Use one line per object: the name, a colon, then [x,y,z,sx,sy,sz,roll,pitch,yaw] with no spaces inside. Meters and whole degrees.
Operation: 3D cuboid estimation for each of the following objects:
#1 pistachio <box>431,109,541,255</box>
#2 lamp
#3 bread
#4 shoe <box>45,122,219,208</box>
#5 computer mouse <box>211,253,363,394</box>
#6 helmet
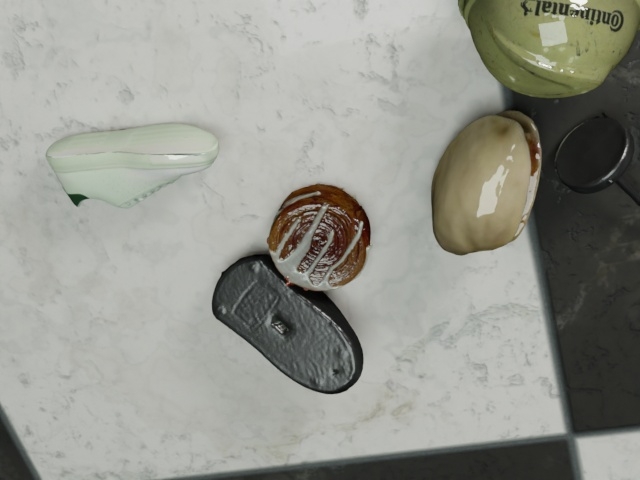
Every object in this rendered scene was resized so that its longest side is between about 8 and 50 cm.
pistachio: [0.227,-0.072,1.252,0.152,0.126,0.223,41,124,26]
lamp: [0.481,-0.015,1.251,0.371,0.108,0.130,43,120,-16]
bread: [0.000,0.000,1.349,0.160,0.073,0.160,1,118,1]
shoe: [-0.268,-0.103,1.335,0.265,0.095,0.110,1,125,14]
computer mouse: [-0.044,0.129,1.427,0.270,0.086,0.137,39,107,4]
helmet: [0.295,-0.242,1.093,0.257,0.137,0.204,1,158,8]
